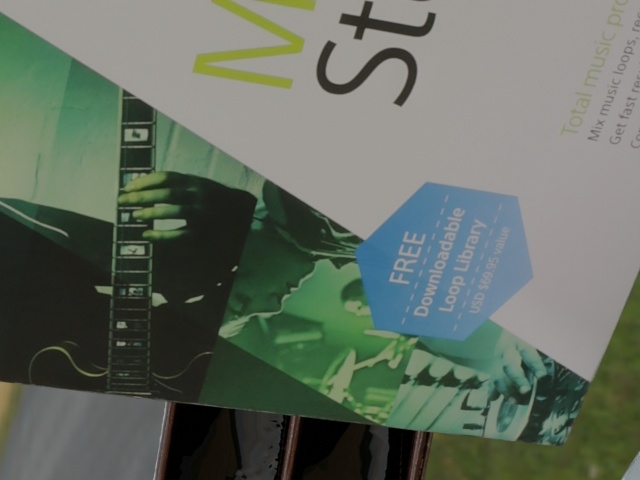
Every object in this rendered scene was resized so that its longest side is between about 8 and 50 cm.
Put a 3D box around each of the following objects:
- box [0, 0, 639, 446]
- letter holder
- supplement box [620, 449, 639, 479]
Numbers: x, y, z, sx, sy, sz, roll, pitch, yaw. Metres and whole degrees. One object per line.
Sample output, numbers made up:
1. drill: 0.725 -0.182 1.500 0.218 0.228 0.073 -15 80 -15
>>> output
1. box: -0.043 -0.060 0.559 0.058 0.322 0.232 -105 28 -57
2. letter holder: 0.000 0.000 1.146 0.302 0.152 0.214 -83 2 -53
3. supplement box: 0.185 0.046 0.545 0.220 0.114 0.111 -60 15 17
